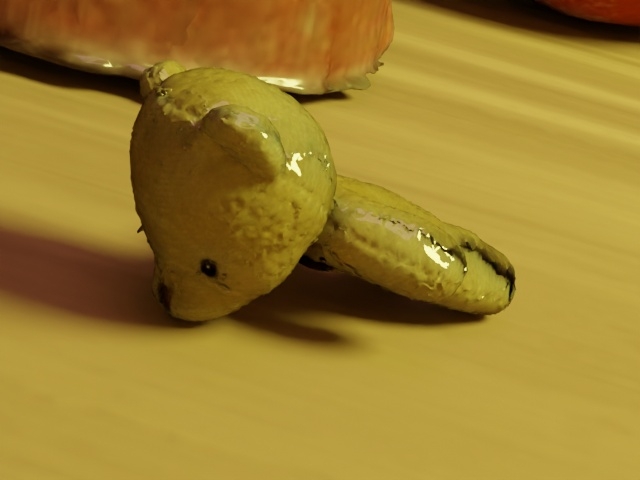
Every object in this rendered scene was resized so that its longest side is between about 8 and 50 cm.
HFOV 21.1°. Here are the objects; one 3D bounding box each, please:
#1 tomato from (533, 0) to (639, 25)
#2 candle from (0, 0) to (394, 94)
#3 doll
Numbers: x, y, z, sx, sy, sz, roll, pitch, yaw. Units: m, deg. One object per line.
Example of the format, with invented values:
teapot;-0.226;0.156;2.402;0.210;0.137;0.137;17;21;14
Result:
tomato;0.117;-0.196;0.667;0.189;0.232;0.232;2;23;-5
candle;-0.077;-0.162;0.592;0.317;0.131;0.287;29;24;31
doll;0.003;-0.009;0.359;0.093;0.051;0.061;-2;20;-36
